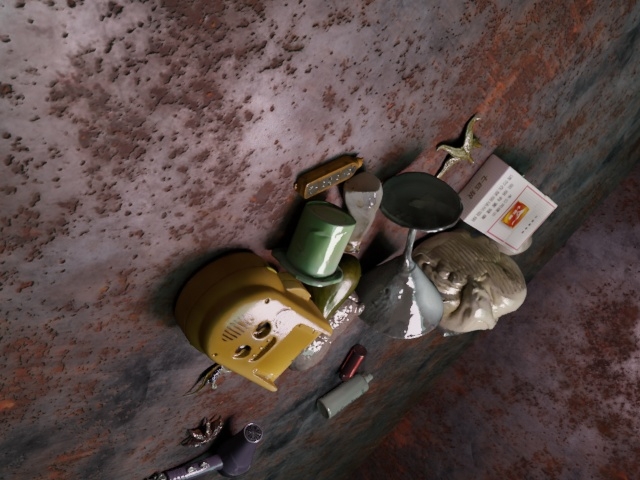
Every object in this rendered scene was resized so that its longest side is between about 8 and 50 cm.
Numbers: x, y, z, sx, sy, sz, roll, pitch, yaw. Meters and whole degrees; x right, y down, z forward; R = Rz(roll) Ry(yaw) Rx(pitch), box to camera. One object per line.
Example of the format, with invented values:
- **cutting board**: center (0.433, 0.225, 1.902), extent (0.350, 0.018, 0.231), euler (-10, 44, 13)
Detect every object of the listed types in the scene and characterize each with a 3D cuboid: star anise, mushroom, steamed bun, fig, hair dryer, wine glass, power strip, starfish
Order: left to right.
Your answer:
- **hair dryer**: center (-0.356, 0.681, 1.738), extent (0.361, 0.121, 0.301), euler (-11, 148, -34)
- **star anise**: center (-0.335, 0.564, 1.674), extent (0.141, 0.042, 0.141), euler (-34, 152, -21)
- **power strip**: center (0.023, -0.138, 1.194), extent (0.178, 0.028, 0.049), euler (-29, 148, -28)
- **fig**: center (0.033, 0.110, 1.372), extent (0.133, 0.185, 0.126), euler (20, 139, -26)
- **mushroom**: center (0.088, -0.061, 1.335), extent (0.092, 0.081, 0.223), euler (-33, 153, -32)
- **wine glass**: center (0.223, 0.039, 1.489), extent (0.267, 0.267, 0.406), euler (-30, 144, -25)
- **starfish**: center (0.370, -0.232, 1.525), extent (0.223, 0.050, 0.217), euler (-2, 139, -46)
- **steamed bun**: center (0.452, 0.148, 1.832), extent (0.352, 0.339, 0.247), euler (-20, 144, -36)

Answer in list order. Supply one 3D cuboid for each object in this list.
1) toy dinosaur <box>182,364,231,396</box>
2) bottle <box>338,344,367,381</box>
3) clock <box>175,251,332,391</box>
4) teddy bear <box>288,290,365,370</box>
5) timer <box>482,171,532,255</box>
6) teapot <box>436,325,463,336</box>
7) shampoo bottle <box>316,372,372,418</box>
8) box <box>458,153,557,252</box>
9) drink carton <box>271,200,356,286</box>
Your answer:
- **toy dinosaur**: center (-0.272, 0.348, 1.467), extent (0.180, 0.037, 0.058), euler (-51, 129, -2)
- **bottle**: center (0.115, 0.458, 2.117), extent (0.060, 0.060, 0.164), euler (-15, 141, -43)
- **clock**: center (-0.153, 0.164, 1.225), extent (0.244, 0.200, 0.317), euler (-47, 145, 0)
- **teddy bear**: center (-0.010, 0.219, 1.512), extent (0.267, 0.151, 0.236), euler (-48, 152, 7)
- **timer**: center (0.656, -0.099, 2.013), extent (0.175, 0.175, 0.266), euler (-33, 132, -21)
- **teapot**: center (0.508, 0.195, 2.122), extent (0.344, 0.253, 0.300), euler (75, 34, -67)
- **shampoo bottle**: center (0.108, 0.606, 2.283), extent (0.262, 0.085, 0.085), euler (-27, 148, -31)
- **box**: center (0.585, -0.110, 1.816), extent (0.330, 0.095, 0.210), euler (24, 111, -42)
- **drink carton**: center (0.000, 0.000, 1.243), extent (0.146, 0.144, 0.142), euler (-7, 129, -50)
